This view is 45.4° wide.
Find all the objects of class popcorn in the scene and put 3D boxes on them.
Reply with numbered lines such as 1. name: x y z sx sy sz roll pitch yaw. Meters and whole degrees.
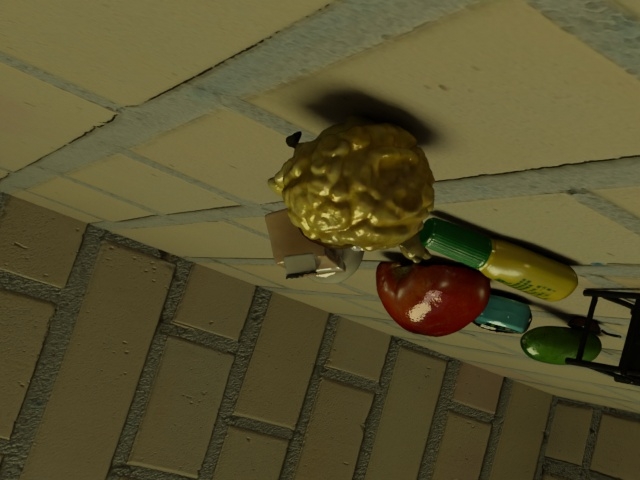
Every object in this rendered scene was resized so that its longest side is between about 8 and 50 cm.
1. popcorn: 0.036 -0.061 0.846 0.170 0.180 0.180 59 -176 20

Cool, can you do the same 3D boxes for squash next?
1. squash: 0.532 0.228 1.654 0.292 0.082 0.082 10 177 -43

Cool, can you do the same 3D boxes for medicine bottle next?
1. medicine bottle: 0.272 0.029 1.178 0.260 0.064 0.095 20 167 -18

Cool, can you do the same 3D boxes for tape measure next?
1. tape measure: 0.375 0.154 1.617 0.146 0.081 0.125 14 172 11

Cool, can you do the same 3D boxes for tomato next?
1. tomato: 0.220 0.121 1.531 0.200 0.139 0.233 16 171 -33

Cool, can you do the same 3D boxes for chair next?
1. chair: 0.540 0.163 1.229 0.141 0.154 0.260 20 172 -20

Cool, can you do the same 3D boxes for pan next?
1. pan: 0.572 0.180 1.589 0.115 0.023 0.068 10 167 45

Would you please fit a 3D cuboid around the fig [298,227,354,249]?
1. fig: 0.035 -0.034 1.130 0.109 0.103 0.154 -3 -166 -42

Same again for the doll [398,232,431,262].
1. doll: 0.160 0.013 1.315 0.061 0.051 0.093 44 173 16

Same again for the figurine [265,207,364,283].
1. figurine: 0.001 0.004 1.328 0.162 0.141 0.237 -12 168 23
